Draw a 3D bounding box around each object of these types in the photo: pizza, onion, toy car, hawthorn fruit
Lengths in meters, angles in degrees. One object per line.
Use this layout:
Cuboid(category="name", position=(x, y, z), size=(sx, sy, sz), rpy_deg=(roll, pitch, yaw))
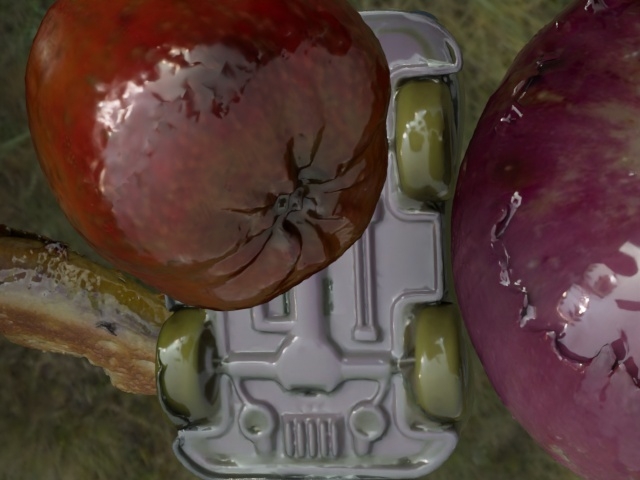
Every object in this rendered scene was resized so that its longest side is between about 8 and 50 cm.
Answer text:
Cuboid(category="pizza", position=(-0.209, 0.069, 1.240), size=(0.305, 0.086, 0.161), rpy_deg=(26, 149, -19))
Cuboid(category="onion", position=(0.268, -0.002, 0.817), size=(0.358, 0.358, 0.345), rpy_deg=(-52, 160, 12))
Cuboid(category="toy car", position=(0.000, 0.000, 0.991), size=(0.242, 0.226, 0.336), rpy_deg=(-3, 96, 9))
Cuboid(category="hawthorn fruit", position=(-0.067, -0.067, 0.654), size=(0.179, 0.200, 0.179), rpy_deg=(-32, 141, -31))
